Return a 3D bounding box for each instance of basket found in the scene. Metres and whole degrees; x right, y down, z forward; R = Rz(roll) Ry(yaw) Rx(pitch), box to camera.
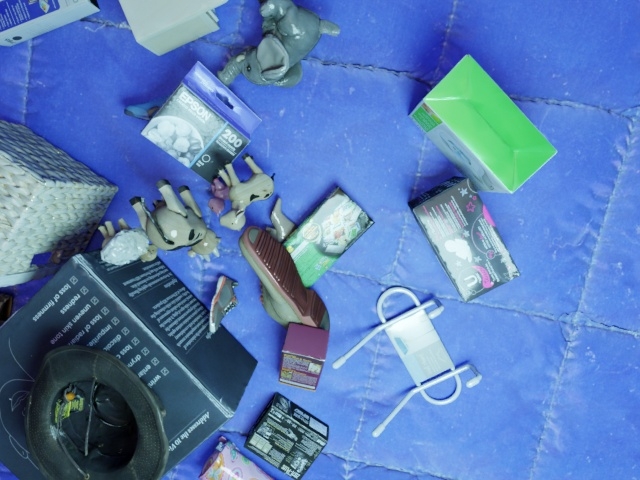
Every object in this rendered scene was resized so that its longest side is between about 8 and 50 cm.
[{"bbox_3d":[-0.725,-0.102,0.963,0.331,0.328,0.267,33,95,-1],"label":"basket"}]

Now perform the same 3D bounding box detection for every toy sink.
[{"bbox_3d":[-0.324,-0.558,0.967,0.233,0.131,0.153,-22,97,7],"label":"toy sink"}]

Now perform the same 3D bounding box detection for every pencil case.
[{"bbox_3d":[-0.188,0.663,1.142,0.284,0.124,0.124,37,99,-1],"label":"pencil case"}]

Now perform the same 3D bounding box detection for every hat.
[{"bbox_3d":[-0.396,0.340,0.807,0.330,0.134,0.332,0,90,20],"label":"hat"}]

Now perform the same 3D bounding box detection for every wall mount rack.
[{"bbox_3d":[0.213,0.310,1.058,0.303,0.130,0.350,-29,95,7],"label":"wall mount rack"}]

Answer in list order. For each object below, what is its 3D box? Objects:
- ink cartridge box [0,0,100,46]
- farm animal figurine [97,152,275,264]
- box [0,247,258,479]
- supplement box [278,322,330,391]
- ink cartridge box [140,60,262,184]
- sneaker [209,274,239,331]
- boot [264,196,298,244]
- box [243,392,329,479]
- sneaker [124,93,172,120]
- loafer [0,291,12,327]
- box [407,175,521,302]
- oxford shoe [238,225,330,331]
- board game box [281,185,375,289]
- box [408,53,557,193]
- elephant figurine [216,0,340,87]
[{"bbox_3d":[-0.725,-0.592,1.021,0.332,0.065,0.166,-17,97,4],"label":"ink cartridge box"},{"bbox_3d":[-0.273,-0.044,0.950,0.330,0.326,0.172,-32,87,23],"label":"farm animal figurine"},{"bbox_3d":[-0.499,0.335,1.021,0.480,0.297,0.472,-42,92,7],"label":"box"},{"bbox_3d":[-0.043,0.293,1.047,0.103,0.081,0.188,13,139,1],"label":"supplement box"},{"bbox_3d":[-0.274,-0.271,0.999,0.208,0.045,0.206,-48,126,7],"label":"ink cartridge box"},{"bbox_3d":[-0.242,0.160,1.066,0.064,0.158,0.061,14,143,-9],"label":"sneaker"},{"bbox_3d":[-0.091,-0.042,1.075,0.086,0.042,0.119,21,100,-6],"label":"boot"},{"bbox_3d":[-0.089,0.529,1.134,0.180,0.077,0.148,33,99,-1],"label":"box"},{"bbox_3d":[-0.373,-0.326,1.032,0.209,0.069,0.082,6,103,-2],"label":"sneaker"},{"bbox_3d":[-0.878,0.225,1.149,0.061,0.062,0.170,3,100,-2],"label":"loafer"},{"bbox_3d":[0.326,-0.009,0.990,0.142,0.163,0.248,-28,95,10],"label":"box"},{"bbox_3d":[-0.110,0.121,1.017,0.130,0.123,0.348,-20,117,24],"label":"oxford shoe"},{"bbox_3d":[0.000,0.000,1.062,0.259,0.030,0.136,-45,111,8],"label":"board game box"},{"bbox_3d":[0.338,-0.241,0.921,0.127,0.231,0.262,-44,94,8],"label":"box"},{"bbox_3d":[-0.109,-0.428,0.979,0.169,0.186,0.240,9,116,-41],"label":"elephant figurine"}]
